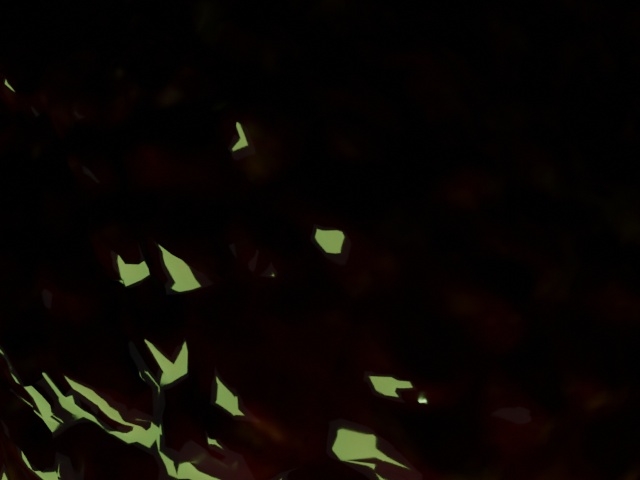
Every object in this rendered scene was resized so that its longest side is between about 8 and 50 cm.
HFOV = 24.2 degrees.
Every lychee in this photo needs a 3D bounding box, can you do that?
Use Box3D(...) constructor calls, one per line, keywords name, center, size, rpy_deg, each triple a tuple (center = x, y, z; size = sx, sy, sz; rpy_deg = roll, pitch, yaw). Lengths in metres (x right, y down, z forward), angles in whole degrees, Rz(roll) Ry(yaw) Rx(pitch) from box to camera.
Box3D(name="lychee", center=(0.000, 0.000, 0.700), size=(0.500, 0.425, 0.424), rpy_deg=(39, 168, -23))
